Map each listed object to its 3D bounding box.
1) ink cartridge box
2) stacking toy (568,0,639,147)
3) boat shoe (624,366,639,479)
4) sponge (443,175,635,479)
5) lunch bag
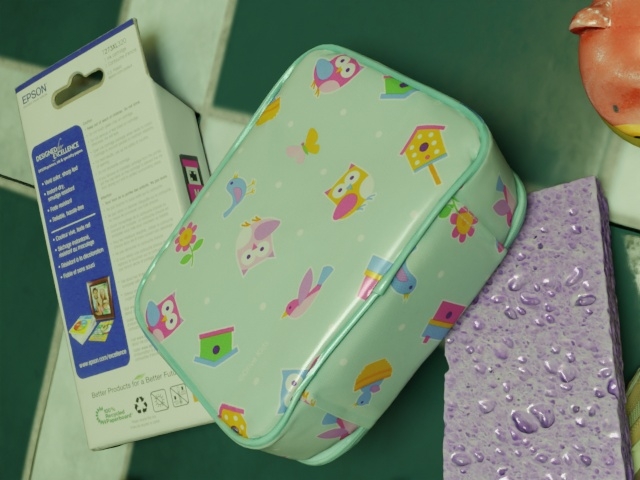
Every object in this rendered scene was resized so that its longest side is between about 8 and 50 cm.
[{"bbox_3d":[-0.179,-0.001,0.769,0.176,0.069,0.371,-19,83,30],"label":"ink cartridge box"},{"bbox_3d":[0.300,-0.050,0.451,0.309,0.130,0.279,-6,86,31],"label":"stacking toy"},{"bbox_3d":[0.186,0.160,0.539,0.190,0.068,0.072,-47,44,-9],"label":"boat shoe"},{"bbox_3d":[0.142,0.064,0.553,0.117,0.031,0.210,-13,59,31],"label":"sponge"},{"bbox_3d":[0.000,0.000,0.600,0.279,0.108,0.224,-53,47,0],"label":"lunch bag"}]
